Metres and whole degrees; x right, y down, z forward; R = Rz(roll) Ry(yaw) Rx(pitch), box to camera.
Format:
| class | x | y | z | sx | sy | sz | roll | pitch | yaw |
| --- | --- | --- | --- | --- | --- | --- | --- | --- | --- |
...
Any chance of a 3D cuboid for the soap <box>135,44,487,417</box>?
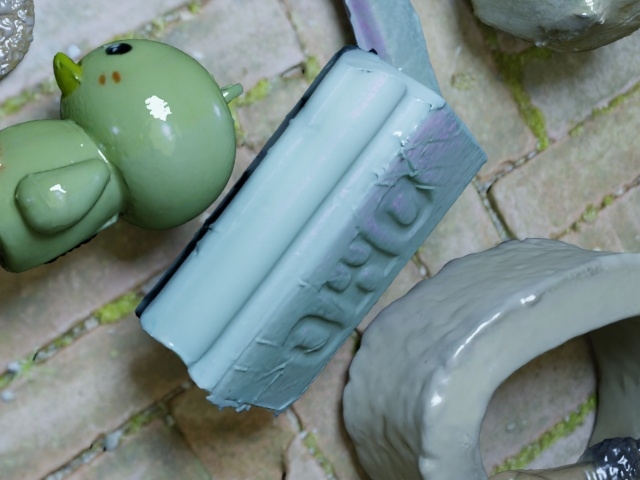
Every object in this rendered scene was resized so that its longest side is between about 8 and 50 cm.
| class | x | y | z | sx | sy | sz | roll | pitch | yaw |
| --- | --- | --- | --- | --- | --- | --- | --- | --- | --- |
| soap | 0.000 | 0.000 | 0.745 | 0.261 | 0.094 | 0.150 | -53 | 149 | 3 |

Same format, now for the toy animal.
| class | x | y | z | sx | sy | sz | roll | pitch | yaw |
| --- | --- | --- | --- | --- | --- | --- | --- | --- | --- |
| toy animal | 0.166 | 0.204 | 0.758 | 0.219 | 0.069 | 0.086 | -8 | 79 | -30 |

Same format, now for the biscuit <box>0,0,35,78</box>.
| class | x | y | z | sx | sy | sz | roll | pitch | yaw |
| --- | --- | --- | --- | --- | --- | --- | --- | --- | --- |
| biscuit | -0.252 | -0.158 | 0.700 | 0.120 | 0.015 | 0.120 | -3 | 97 | -25 |

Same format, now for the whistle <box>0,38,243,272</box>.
| class | x | y | z | sx | sy | sz | roll | pitch | yaw |
| --- | --- | --- | --- | --- | --- | --- | --- | --- | --- |
| whistle | -0.178 | -0.052 | 0.681 | 0.294 | 0.141 | 0.141 | -20 | 104 | -27 |

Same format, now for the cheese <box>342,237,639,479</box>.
| class | x | y | z | sx | sy | sz | roll | pitch | yaw |
| --- | --- | --- | --- | --- | --- | --- | --- | --- | --- |
| cheese | 0.193 | 0.155 | 0.883 | 0.332 | 0.153 | 0.292 | -10 | 100 | -24 |

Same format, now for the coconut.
| class | x | y | z | sx | sy | sz | roll | pitch | yaw |
| --- | --- | --- | --- | --- | --- | --- | --- | --- | --- |
| coconut | 0.201 | -0.240 | 0.830 | 0.194 | 0.194 | 0.194 | -3 | 97 | -26 |

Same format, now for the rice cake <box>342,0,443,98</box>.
| class | x | y | z | sx | sy | sz | roll | pitch | yaw |
| --- | --- | --- | --- | --- | --- | --- | --- | --- | --- |
| rice cake | 0.038 | -0.173 | 0.826 | 0.081 | 0.051 | 0.290 | -29 | 106 | -23 |
